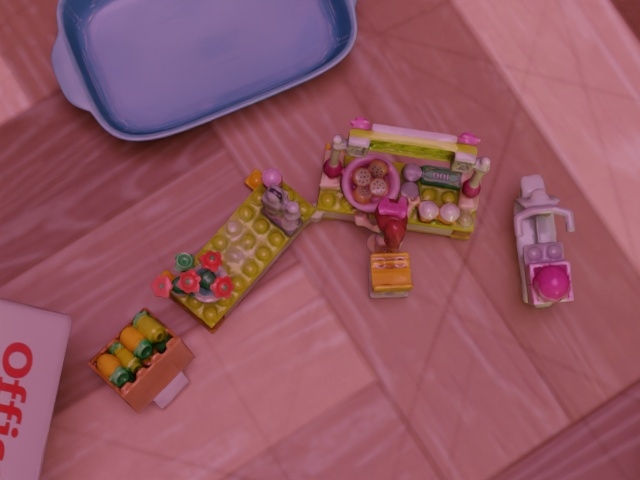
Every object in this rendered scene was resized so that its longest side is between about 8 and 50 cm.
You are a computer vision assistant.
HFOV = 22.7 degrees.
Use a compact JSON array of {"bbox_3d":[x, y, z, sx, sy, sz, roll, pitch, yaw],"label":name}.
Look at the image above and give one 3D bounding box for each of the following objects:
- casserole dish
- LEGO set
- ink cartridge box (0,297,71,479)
[{"bbox_3d":[-0.067,-0.126,0.951,0.188,0.037,0.114,-22,80,-7],"label":"casserole dish"},{"bbox_3d":[0.000,0.000,0.893,0.287,0.107,0.132,-14,80,-5],"label":"LEGO set"},{"bbox_3d":[-0.283,0.103,0.802,0.273,0.115,0.198,16,78,-27],"label":"ink cartridge box"}]
